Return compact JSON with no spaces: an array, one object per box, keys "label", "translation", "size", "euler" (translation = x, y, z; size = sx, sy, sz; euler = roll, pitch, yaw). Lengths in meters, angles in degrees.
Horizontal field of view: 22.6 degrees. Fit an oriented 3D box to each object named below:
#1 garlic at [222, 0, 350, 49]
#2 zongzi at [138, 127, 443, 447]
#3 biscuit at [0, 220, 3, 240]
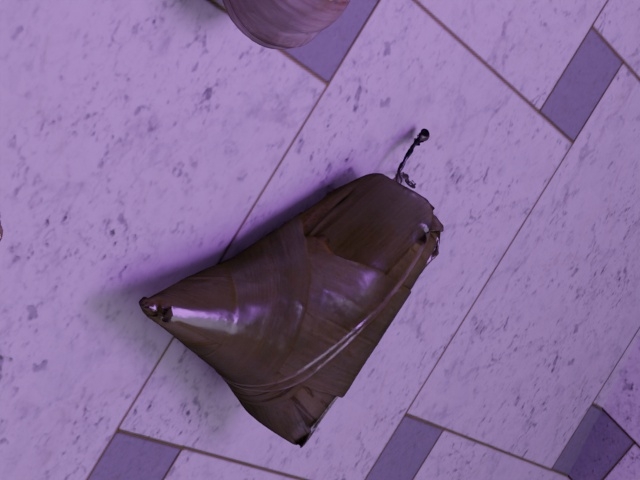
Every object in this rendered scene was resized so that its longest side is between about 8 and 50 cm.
[{"label":"garlic","translation":[-0.053,-0.322,1.647],"size":[0.212,0.218,0.219],"euler":[27,96,-19]},{"label":"zongzi","translation":[0.000,0.000,1.963],"size":[0.447,0.181,0.418],"euler":[-55,147,-7]},{"label":"biscuit","translation":[-0.387,0.038,1.609],"size":[0.176,0.031,0.229],"euler":[-30,138,-34]}]
